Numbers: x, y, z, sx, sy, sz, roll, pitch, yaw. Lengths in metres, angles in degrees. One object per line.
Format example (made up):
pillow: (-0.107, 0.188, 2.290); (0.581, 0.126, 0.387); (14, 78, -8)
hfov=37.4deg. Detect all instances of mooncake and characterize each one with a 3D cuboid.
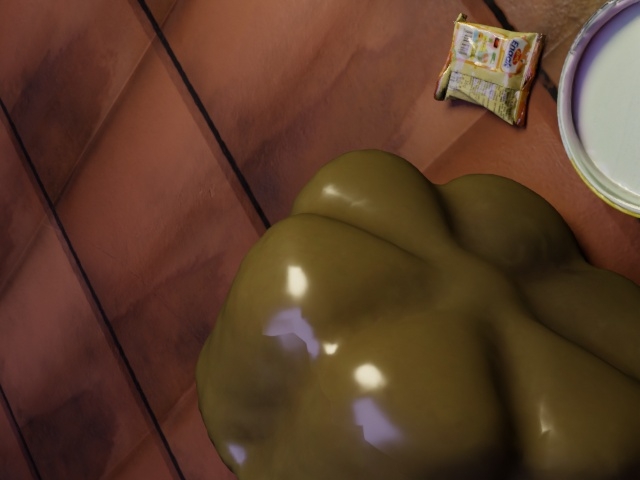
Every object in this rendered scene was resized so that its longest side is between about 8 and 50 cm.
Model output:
mooncake: (0.120, 0.124, 0.959); (0.467, 0.467, 0.262); (47, 131, 27)

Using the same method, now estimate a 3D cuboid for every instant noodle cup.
instant noodle cup: (0.351, -0.125, 0.843); (0.264, 0.200, 0.264); (11, 107, 41)

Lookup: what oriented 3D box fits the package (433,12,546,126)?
package: (0.195, -0.200, 1.101); (0.121, 0.031, 0.108); (25, 116, 33)
